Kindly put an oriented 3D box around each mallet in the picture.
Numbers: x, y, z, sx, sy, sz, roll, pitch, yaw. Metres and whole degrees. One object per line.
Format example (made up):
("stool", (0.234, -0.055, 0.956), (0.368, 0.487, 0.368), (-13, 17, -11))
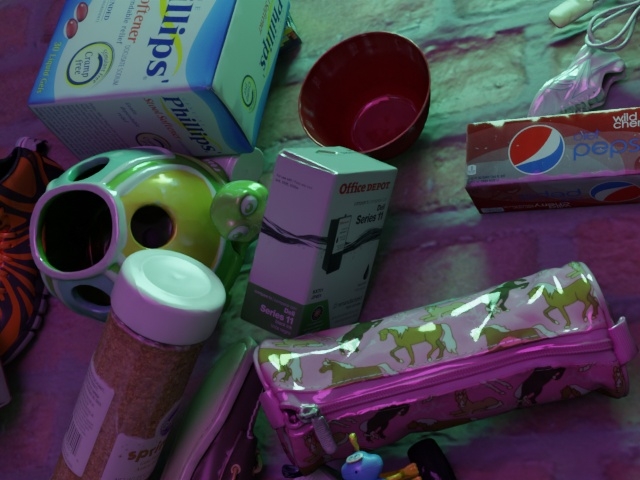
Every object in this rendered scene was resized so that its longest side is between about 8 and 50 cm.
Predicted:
("mallet", (0.069, 0.267, 1.049), (0.062, 0.189, 0.039), (54, 135, 29))

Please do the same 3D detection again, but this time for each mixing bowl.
("mixing bowl", (0.071, -0.172, 1.281), (0.181, 0.098, 0.181), (-9, 64, 19))

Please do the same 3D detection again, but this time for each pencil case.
("pencil case", (0.128, 0.135, 1.036), (0.386, 0.160, 0.167), (-15, 43, 2))

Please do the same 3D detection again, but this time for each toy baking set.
("toy baking set", (0.425, -0.296, 1.198), (0.256, 0.030, 0.197), (21, 67, 23))

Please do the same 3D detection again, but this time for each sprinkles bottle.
("sprinkles bottle", (-0.223, 0.184, 1.137), (0.121, 0.121, 0.355), (42, 121, 32))

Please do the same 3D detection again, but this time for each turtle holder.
("turtle holder", (-0.214, 0.005, 1.224), (0.320, 0.227, 0.243), (22, 95, 25))

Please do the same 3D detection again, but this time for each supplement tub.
("supplement tub", (-0.140, -0.117, 1.365), (0.107, 0.071, 0.071), (28, 80, 31))

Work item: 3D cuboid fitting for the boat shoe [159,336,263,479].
("boat shoe", (-0.130, 0.276, 1.166), (0.116, 0.096, 0.324), (-15, 47, 64))

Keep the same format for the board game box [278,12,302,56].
("board game box", (-0.128, -0.318, 1.467), (0.170, 0.048, 0.141), (-26, 61, 11))

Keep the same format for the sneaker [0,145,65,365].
("sneaker", (-0.470, 0.012, 1.386), (0.124, 0.180, 0.321), (3, 68, 25))

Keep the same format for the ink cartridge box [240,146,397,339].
("ink cartridge box", (0.000, 0.000, 1.155), (0.086, 0.153, 0.208), (22, 108, 29))

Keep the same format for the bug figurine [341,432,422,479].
("bug figurine", (-0.014, 0.328, 0.958), (0.279, 0.072, 0.216), (-26, 82, 16))

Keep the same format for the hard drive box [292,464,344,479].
("hard drive box", (0.030, 0.381, 1.050), (0.232, 0.089, 0.181), (35, 84, 33))

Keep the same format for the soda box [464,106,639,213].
("soda box", (0.308, -0.095, 1.150), (0.263, 0.083, 0.092), (-3, 67, 22))

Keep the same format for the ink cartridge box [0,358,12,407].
("ink cartridge box", (-0.606, 0.156, 1.341), (0.306, 0.131, 0.226), (-13, 96, 24))

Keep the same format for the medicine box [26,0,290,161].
("medicine box", (-0.216, -0.260, 1.347), (0.289, 0.149, 0.264), (-2, 60, 24))

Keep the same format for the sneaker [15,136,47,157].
("sneaker", (-0.459, -0.119, 1.526), (0.069, 0.038, 0.098), (6, 70, 27))

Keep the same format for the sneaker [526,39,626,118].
("sneaker", (0.315, -0.182, 1.205), (0.152, 0.054, 0.061), (-46, 60, -2))
